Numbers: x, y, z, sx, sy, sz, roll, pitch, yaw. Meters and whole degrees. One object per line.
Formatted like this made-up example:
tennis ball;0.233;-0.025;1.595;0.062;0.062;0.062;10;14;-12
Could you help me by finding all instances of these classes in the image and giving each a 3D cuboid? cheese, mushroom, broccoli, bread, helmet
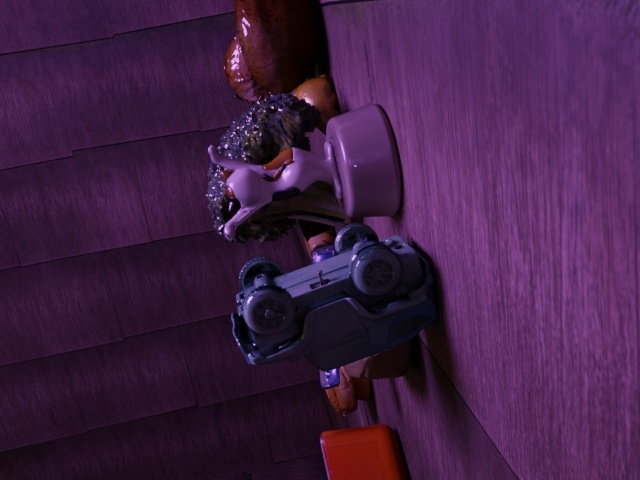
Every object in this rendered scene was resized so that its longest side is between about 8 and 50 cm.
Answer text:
cheese;0.085;0.128;1.143;0.226;0.117;0.214;-118;23;-84
mushroom;-0.098;-0.413;1.389;0.263;0.195;0.283;-97;17;-47
broccoli;-0.079;-0.148;1.341;0.375;0.302;0.249;111;153;-44
bread;0.000;0.000;1.789;0.119;0.084;0.177;86;170;-60
helmet;-0.002;-0.087;1.551;0.175;0.106;0.155;-74;-32;-80
bread;0.056;0.326;1.734;0.236;0.120;0.198;-111;10;-55

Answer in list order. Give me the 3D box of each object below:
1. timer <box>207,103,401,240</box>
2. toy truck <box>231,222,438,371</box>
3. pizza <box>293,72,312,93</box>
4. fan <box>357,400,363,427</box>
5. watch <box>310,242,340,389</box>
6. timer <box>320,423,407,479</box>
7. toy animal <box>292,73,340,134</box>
timer;-0.028;-0.099;1.010;0.175;0.266;0.175;169;90;-84
toy truck;0.014;0.084;0.926;0.155;0.279;0.156;-122;13;-72
pizza;-0.033;-0.346;1.602;0.182;0.063;0.161;94;171;-50
fan;0.089;0.351;1.971;0.233;0.012;0.414;91;168;-69
watch;0.030;0.143;1.410;0.276;0.068;0.274;-19;-80;-70
timer;0.114;0.550;1.485;0.250;0.161;0.257;73;-178;-67
toy animal;0.006;-0.250;1.333;0.070;0.083;0.159;74;172;-65
